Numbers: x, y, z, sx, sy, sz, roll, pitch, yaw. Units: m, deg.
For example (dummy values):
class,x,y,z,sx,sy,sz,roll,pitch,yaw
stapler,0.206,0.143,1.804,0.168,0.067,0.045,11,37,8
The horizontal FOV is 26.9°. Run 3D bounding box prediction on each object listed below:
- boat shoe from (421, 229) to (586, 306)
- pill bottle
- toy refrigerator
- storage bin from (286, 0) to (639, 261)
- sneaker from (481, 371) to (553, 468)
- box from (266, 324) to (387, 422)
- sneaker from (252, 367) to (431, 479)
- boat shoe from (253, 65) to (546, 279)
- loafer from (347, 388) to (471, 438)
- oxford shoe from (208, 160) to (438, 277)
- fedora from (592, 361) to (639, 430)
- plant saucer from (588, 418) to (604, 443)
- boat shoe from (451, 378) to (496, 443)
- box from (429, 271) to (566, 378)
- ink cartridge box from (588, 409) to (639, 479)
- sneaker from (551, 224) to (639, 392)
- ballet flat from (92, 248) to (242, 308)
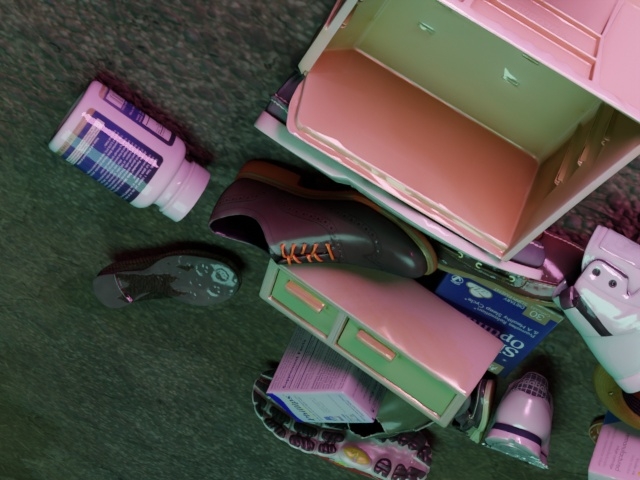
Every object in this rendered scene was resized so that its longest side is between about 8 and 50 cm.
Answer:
class,x,y,z,sx,sy,sz,roll,pitch,yaw
boat shoe,0.194,0.012,1.389,0.207,0.073,0.073,13,149,22
pill bottle,-0.212,-0.096,1.510,0.169,0.094,0.094,35,149,-15
toy refrigerator,0.064,0.093,1.541,0.269,0.094,0.102,36,150,8
storage bin,0.129,-0.140,1.153,0.260,0.123,0.262,30,150,-7
sneaker,0.256,0.226,1.672,0.090,0.095,0.235,16,168,7
box,0.020,0.160,1.698,0.137,0.126,0.072,-6,139,43
sneaker,0.021,0.281,1.914,0.279,0.107,0.118,29,159,0
boat shoe,0.094,-0.069,1.305,0.319,0.099,0.116,30,-178,-2
loafer,0.109,0.212,1.721,0.094,0.087,0.251,58,151,9
oxford shoe,0.000,0.000,1.449,0.271,0.098,0.097,18,144,33
fedora,0.388,0.138,1.422,0.194,0.079,0.194,13,141,11
plant saucer,0.377,0.245,1.671,0.083,0.013,0.083,20,150,12
boat shoe,0.195,0.219,1.726,0.049,0.056,0.152,15,149,8
box,0.186,0.093,1.560,0.136,0.036,0.225,27,151,0
ink cartridge box,0.433,0.254,1.521,0.231,0.134,0.078,13,147,20
sneaker,0.334,0.030,1.262,0.151,0.094,0.256,45,124,-7
ballet flat,-0.199,0.047,1.771,0.250,0.058,0.084,-9,114,37
